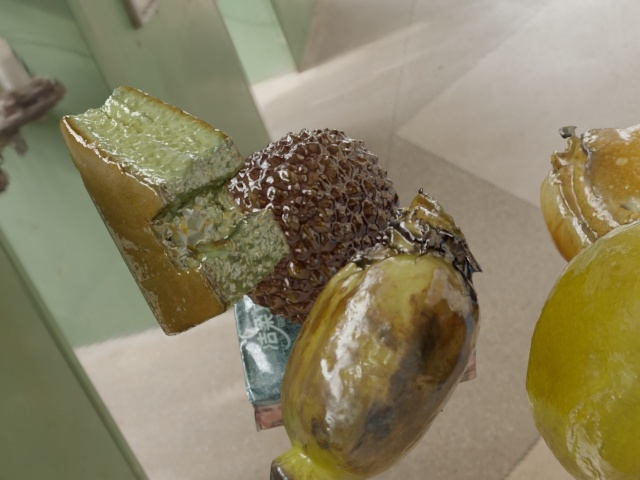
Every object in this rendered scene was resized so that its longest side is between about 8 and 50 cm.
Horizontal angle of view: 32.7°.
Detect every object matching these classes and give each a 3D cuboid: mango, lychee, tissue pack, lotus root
[{"bbox_3d":[0.243,0.084,0.817,0.142,0.331,0.195,-9,59,-10],"label":"mango"},{"bbox_3d":[0.000,0.000,1.349,0.272,0.271,0.271,-17,29,10],"label":"lychee"},{"bbox_3d":[0.042,0.131,1.547,0.316,0.103,0.228,-13,44,-2],"label":"tissue pack"},{"bbox_3d":[0.050,0.112,0.994,0.314,0.141,0.169,-60,16,-4],"label":"lotus root"}]

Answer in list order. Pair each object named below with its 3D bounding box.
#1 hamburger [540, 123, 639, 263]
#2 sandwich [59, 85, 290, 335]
[{"bbox_3d":[0.414,-0.028,1.298,0.290,0.170,0.314,-9,47,-26],"label":"hamburger"},{"bbox_3d":[-0.145,-0.042,1.047,0.128,0.235,0.122,-22,11,48],"label":"sandwich"}]
